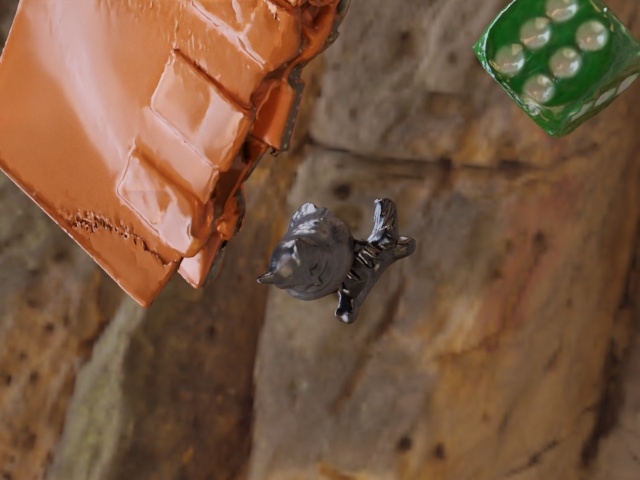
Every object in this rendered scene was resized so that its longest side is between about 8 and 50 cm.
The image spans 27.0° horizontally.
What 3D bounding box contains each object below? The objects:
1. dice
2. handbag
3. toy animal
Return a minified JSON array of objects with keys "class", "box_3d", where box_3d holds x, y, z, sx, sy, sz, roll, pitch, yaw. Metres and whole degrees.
[{"class":"dice","box_3d":[0.239,-0.187,1.327,0.128,0.131,0.120,-42,-13,15]},{"class":"handbag","box_3d":[-0.141,-0.179,1.218,0.116,0.303,0.410,-18,-37,-51]},{"class":"toy animal","box_3d":[-0.003,-0.002,1.278,0.121,0.117,0.210,-45,-22,14]}]
